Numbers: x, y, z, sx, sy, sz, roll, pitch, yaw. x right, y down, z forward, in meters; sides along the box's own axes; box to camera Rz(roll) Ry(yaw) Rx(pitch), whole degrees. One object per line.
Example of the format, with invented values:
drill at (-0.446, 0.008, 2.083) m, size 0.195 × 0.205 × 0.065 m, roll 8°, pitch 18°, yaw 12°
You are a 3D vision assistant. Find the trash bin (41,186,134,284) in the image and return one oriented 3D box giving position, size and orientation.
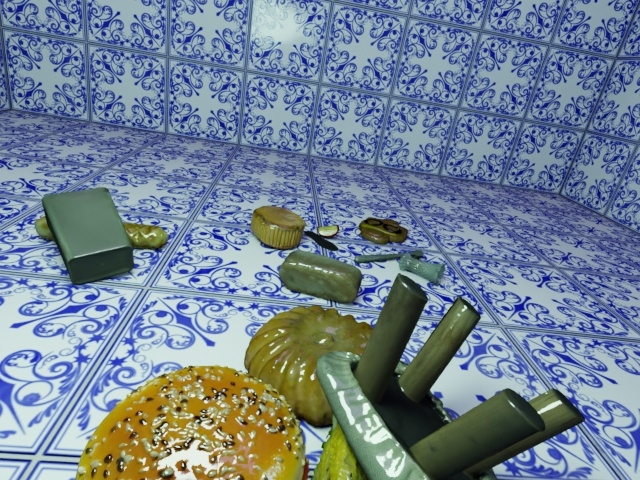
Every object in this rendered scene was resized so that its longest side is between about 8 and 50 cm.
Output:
trash bin at (-0.613, -0.016, 1.082) m, size 0.164 × 0.122 × 0.240 m, roll -18°, pitch 54°, yaw -35°

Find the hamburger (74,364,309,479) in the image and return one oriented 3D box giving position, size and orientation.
hamburger at (-0.164, 0.299, 0.555) m, size 0.301 × 0.175 × 0.300 m, roll 9°, pitch 25°, yaw -4°

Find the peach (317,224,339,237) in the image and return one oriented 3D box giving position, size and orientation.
peach at (0.029, -0.036, 1.577) m, size 0.078 × 0.050 × 0.083 m, roll -3°, pitch -4°, yaw 44°

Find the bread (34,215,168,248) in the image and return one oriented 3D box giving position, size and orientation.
bread at (-0.655, -0.024, 1.226) m, size 0.369 × 0.084 × 0.077 m, roll 7°, pitch 64°, yaw -12°

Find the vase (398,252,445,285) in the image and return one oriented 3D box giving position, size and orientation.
vase at (0.344, 0.092, 1.389) m, size 0.149 × 0.080 × 0.081 m, roll 21°, pitch 25°, yaw 31°

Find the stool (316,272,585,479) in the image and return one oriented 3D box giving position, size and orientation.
stool at (0.198, 0.245, 0.633) m, size 0.311 × 0.226 × 0.310 m, roll 20°, pitch 24°, yaw -44°

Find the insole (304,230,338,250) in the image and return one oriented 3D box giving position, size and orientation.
insole at (0.000, 0.000, 1.542) m, size 0.064 × 0.004 × 0.188 m, roll -7°, pitch 28°, yaw -37°

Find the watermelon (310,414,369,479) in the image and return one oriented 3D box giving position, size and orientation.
watermelon at (0.040, 0.348, 0.581) m, size 0.123 × 0.128 × 0.301 m, roll 8°, pitch 16°, yaw 5°

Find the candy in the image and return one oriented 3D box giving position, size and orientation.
candy at (0.002, 0.104, 1.176) m, size 0.234 × 0.102 × 0.104 m, roll 12°, pitch 22°, yaw 8°

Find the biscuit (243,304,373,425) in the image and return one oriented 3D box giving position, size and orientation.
biscuit at (0.003, 0.241, 0.865) m, size 0.327 × 0.107 × 0.325 m, roll 6°, pitch 25°, yaw -3°

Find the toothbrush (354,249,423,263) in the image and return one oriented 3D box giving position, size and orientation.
toothbrush at (0.252, 0.061, 1.479) m, size 0.298 × 0.030 × 0.030 m, roll -3°, pitch 45°, yaw -25°

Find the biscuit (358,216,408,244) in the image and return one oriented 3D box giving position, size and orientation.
biscuit at (0.272, -0.050, 1.732) m, size 0.209 × 0.041 × 0.290 m, roll 20°, pitch 25°, yaw 20°

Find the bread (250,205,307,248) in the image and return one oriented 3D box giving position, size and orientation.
bread at (-0.155, -0.045, 1.459) m, size 0.200 × 0.104 × 0.199 m, roll 13°, pitch 23°, yaw -6°
